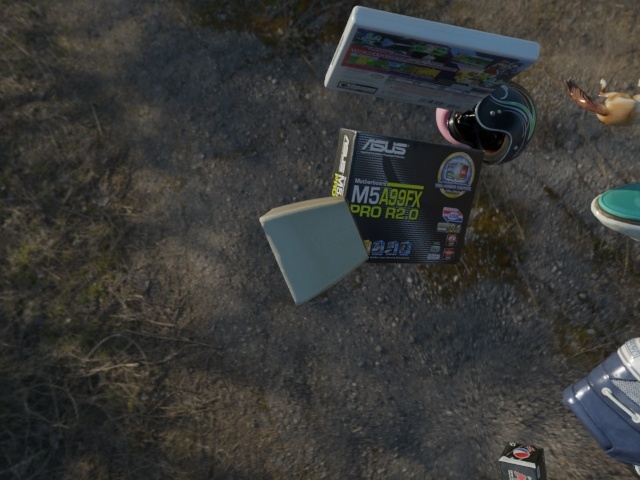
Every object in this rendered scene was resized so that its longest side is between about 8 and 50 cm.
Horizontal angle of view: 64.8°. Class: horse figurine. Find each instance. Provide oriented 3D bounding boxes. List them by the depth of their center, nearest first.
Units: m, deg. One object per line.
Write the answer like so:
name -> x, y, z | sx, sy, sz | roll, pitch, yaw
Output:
horse figurine -> 0.626, -0.275, 1.001 | 0.264, 0.066, 0.174 | 1, 38, 5

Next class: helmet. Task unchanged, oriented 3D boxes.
helmet -> 0.369, -0.248, 1.055 | 0.162, 0.169, 0.169 | 30, 80, -14

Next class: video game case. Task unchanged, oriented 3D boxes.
video game case -> 0.117, -0.206, 0.599 | 0.202, 0.183, 0.023 | 8, 86, -8

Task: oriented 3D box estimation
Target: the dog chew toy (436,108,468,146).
dog chew toy -> 0.515, -0.430, 1.608 | 0.207, 0.206, 0.332 | 33, 48, 24

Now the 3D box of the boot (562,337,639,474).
boot -> 0.302, 0.174, 0.420 | 0.190, 0.069, 0.086 | 47, 119, 13

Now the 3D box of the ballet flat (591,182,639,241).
ballet flat -> 0.735, -0.054, 1.022 | 0.401, 0.139, 0.139 | -12, 67, -6

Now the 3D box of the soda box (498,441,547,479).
soda box -> 0.324, 0.408, 0.790 | 0.060, 0.053, 0.168 | -4, 102, 37

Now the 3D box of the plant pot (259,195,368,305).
plant pot -> 0.000, 0.000, 0.605 | 0.096, 0.109, 0.109 | -21, 98, 6

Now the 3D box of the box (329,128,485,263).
box -> 0.145, -0.069, 0.880 | 0.060, 0.270, 0.216 | 34, 118, 59
